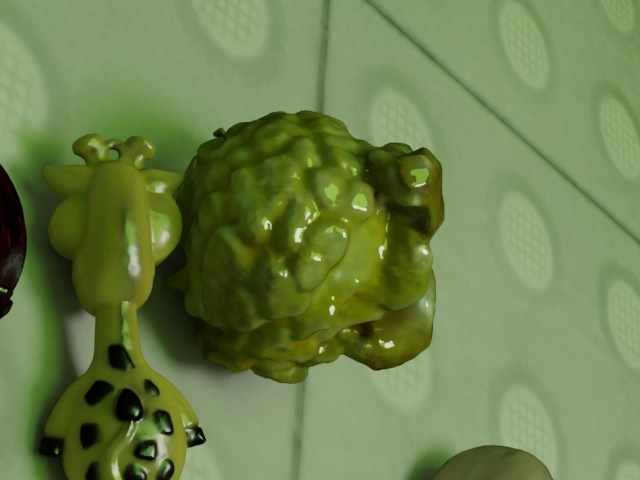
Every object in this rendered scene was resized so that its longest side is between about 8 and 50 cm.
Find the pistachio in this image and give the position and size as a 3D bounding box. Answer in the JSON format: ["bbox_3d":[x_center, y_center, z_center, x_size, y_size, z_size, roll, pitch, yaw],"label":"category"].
[{"bbox_3d":[0.151,0.284,1.457,0.152,0.126,0.223,24,52,-6],"label":"pistachio"}]

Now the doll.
[{"bbox_3d":[-0.147,0.063,1.162,0.117,0.086,0.291,1,73,-22],"label":"doll"}]

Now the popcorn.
[{"bbox_3d":[0.000,0.000,1.261,0.237,0.251,0.206,49,42,-36],"label":"popcorn"}]

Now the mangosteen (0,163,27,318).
[{"bbox_3d":[-0.275,-0.006,0.962,0.200,0.200,0.200,30,51,-45],"label":"mangosteen"}]
